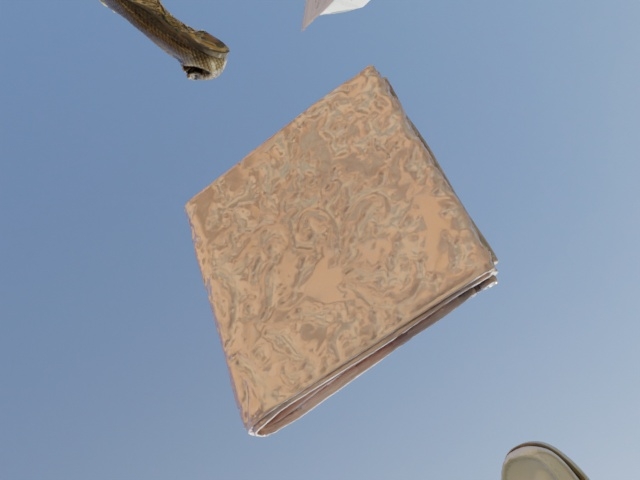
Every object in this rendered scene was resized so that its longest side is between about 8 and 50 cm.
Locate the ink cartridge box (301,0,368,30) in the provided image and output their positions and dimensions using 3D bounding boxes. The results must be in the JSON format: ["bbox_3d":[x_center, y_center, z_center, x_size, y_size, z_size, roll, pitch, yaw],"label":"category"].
[{"bbox_3d":[0.046,-0.442,1.160,0.066,0.232,0.189,12,-101,-16],"label":"ink cartridge box"}]

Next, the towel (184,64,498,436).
[{"bbox_3d":[0.000,0.000,0.836,0.317,0.053,0.331,-35,-129,17],"label":"towel"}]

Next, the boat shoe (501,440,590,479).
[{"bbox_3d":[0.237,0.350,0.724,0.103,0.113,0.302,3,-115,-48],"label":"boat shoe"}]

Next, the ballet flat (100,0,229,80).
[{"bbox_3d":[-0.223,-0.285,0.999,0.250,0.058,0.084,36,-149,18],"label":"ballet flat"}]
